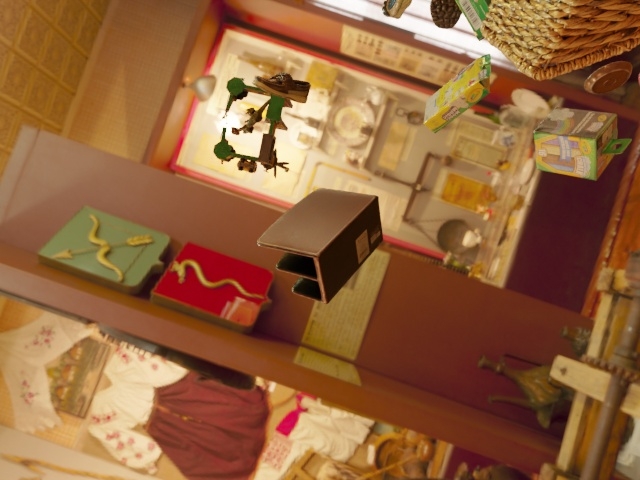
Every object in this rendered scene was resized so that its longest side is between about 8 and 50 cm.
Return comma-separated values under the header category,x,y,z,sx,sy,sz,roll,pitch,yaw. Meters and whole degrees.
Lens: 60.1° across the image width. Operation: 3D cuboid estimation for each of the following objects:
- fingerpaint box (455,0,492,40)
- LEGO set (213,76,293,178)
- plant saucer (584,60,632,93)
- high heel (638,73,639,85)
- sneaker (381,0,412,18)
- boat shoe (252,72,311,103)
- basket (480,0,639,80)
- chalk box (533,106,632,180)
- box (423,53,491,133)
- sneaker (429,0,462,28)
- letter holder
category,x,y,z,sx,sy,sz,roll,pitch,yaw
fingerpaint box,0.479,-0.827,1.439,0.371,0.444,0.163,-32,6,-1
LEGO set,-0.223,-0.385,1.905,0.192,0.255,0.330,6,-91,-84
plant saucer,1.075,-0.598,2.058,0.168,0.169,0.029,107,155,-64
high heel,1.050,-0.450,1.743,0.244,0.082,0.117,18,-104,-57
sneaker,0.263,-0.770,1.696,0.083,0.071,0.190,-2,-48,-52
boat shoe,-0.077,-0.319,1.126,0.152,0.056,0.049,-4,-58,-56
basket,0.452,-0.413,0.972,0.299,0.214,0.222,-101,22,-54
chalk box,0.699,-0.255,1.464,0.132,0.213,0.132,-43,-47,-26
box,0.311,-0.328,1.226,0.179,0.043,0.105,-37,27,42
sneaker,0.406,-0.814,1.728,0.283,0.107,0.124,79,-153,-42
letter holder,0.000,0.000,1.487,0.302,0.215,0.151,-45,-44,-41
